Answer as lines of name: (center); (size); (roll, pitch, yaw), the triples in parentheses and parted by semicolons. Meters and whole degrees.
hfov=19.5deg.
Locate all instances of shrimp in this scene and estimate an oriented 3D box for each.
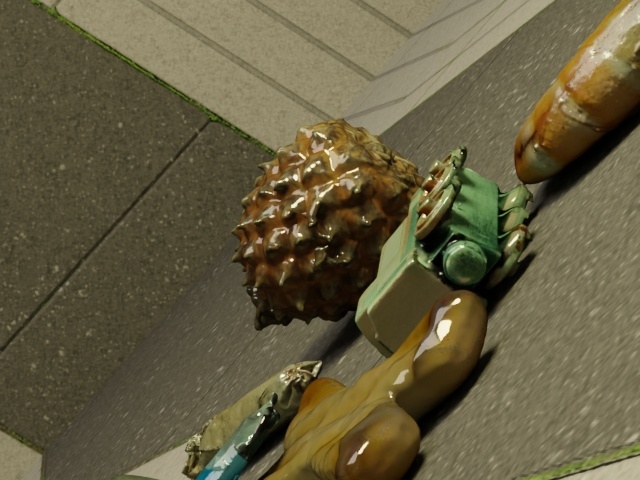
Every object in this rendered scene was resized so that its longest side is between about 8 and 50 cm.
shrimp: (0.238, -0.148, 1.315); (0.287, 0.063, 0.152); (-47, -5, 16)

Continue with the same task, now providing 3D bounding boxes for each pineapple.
pineapple: (0.000, 0.000, 1.567); (0.193, 0.166, 0.166); (-55, 4, 15)

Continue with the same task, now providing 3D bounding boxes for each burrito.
burrito: (-0.055, 0.145, 1.497); (0.188, 0.045, 0.058); (-40, 17, 41)

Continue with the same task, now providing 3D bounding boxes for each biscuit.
biscuit: (0.016, 0.123, 1.152); (0.164, 0.047, 0.208); (-51, 7, -36)

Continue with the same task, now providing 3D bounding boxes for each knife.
knife: (-0.115, 0.216, 1.168); (0.296, 0.026, 0.044); (-52, 13, -4)

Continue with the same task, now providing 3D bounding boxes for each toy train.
toy train: (0.083, 0.008, 1.284); (0.125, 0.081, 0.194); (-50, 7, 16)

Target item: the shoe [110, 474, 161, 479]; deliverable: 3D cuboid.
shoe: (-0.139, 0.240, 1.440); (0.195, 0.079, 0.078); (-119, 36, -75)
